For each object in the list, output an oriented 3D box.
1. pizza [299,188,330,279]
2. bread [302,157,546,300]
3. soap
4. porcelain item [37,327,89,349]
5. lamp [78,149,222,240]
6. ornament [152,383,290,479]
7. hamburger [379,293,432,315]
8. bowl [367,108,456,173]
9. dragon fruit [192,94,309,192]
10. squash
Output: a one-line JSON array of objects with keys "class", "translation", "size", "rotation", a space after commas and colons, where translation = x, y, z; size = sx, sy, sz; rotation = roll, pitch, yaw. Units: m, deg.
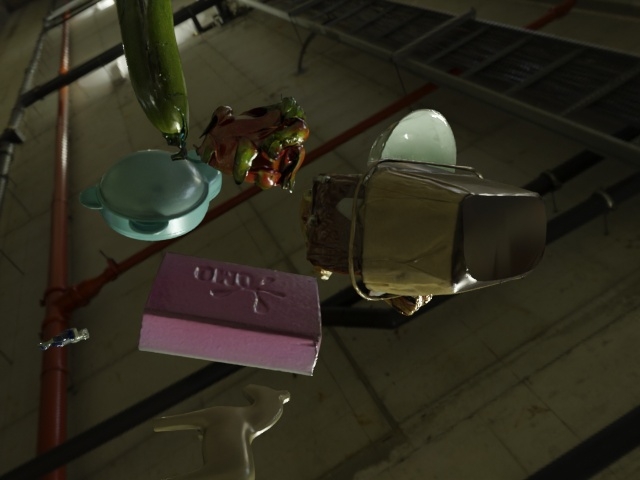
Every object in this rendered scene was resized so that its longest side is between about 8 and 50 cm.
[{"class": "pizza", "translation": [0.000, 0.000, 1.626], "size": [0.058, 0.292, 0.197], "rotation": [-23, -149, -22]}, {"class": "bread", "translation": [0.088, -0.008, 0.568], "size": [0.212, 0.142, 0.224], "rotation": [8, -172, 43]}, {"class": "soap", "translation": [-0.133, 0.106, 0.892], "size": [0.260, 0.081, 0.181], "rotation": [11, -155, -8]}, {"class": "porcelain item", "translation": [-0.446, 0.170, 0.996], "size": [0.075, 0.021, 0.136], "rotation": [-17, 175, -15]}, {"class": "lamp", "translation": [-0.310, -0.101, 1.149], "size": [0.209, 0.147, 0.284], "rotation": [27, -156, 17]}, {"class": "ornament", "translation": [-0.162, 0.333, 0.984], "size": [0.245, 0.061, 0.230], "rotation": [-5, -151, -9]}, {"class": "hamburger", "translation": [0.249, 0.117, 1.805], "size": [0.107, 0.230, 0.231], "rotation": [-35, -147, -32]}, {"class": "bowl", "translation": [0.223, -0.215, 1.613], "size": [0.313, 0.313, 0.146], "rotation": [-43, -141, -20]}, {"class": "dragon fruit", "translation": [-0.075, -0.123, 0.742], "size": [0.175, 0.142, 0.138], "rotation": [-37, -174, 31]}, {"class": "squash", "translation": [-0.252, -0.279, 0.885], "size": [0.087, 0.331, 0.087], "rotation": [-4, -152, 2]}]
